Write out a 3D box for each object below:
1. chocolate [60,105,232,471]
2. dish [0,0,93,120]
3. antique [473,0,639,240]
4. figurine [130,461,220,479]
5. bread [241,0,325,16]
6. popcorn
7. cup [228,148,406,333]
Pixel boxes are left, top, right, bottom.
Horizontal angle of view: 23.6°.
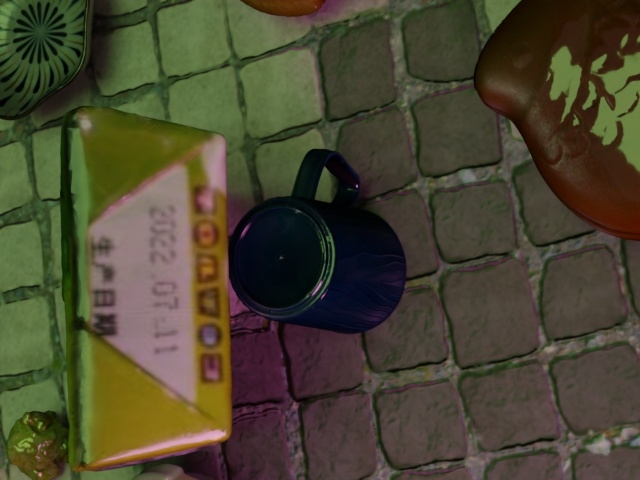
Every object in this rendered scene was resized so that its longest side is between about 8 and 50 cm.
[{"bbox_3d":[-0.149,0.054,1.328,0.137,0.301,0.288,-1,82,-5],"label":"chocolate"},{"bbox_3d":[-0.294,-0.212,1.556,0.191,0.066,0.190,-2,84,24],"label":"dish"},{"bbox_3d":[0.264,-0.111,1.227,0.278,0.129,0.223,19,92,27],"label":"antique"},{"bbox_3d":[-0.105,0.296,1.355,0.236,0.141,0.162,51,141,22],"label":"figurine"},{"bbox_3d":[-0.023,-0.345,1.392,0.270,0.148,0.269,-5,78,24],"label":"bread"},{"bbox_3d":[-0.280,0.204,1.504,0.059,0.068,0.083,38,133,34],"label":"popcorn"},{"bbox_3d":[-0.009,0.005,1.345,0.113,0.138,0.150,-23,74,22],"label":"cup"}]
